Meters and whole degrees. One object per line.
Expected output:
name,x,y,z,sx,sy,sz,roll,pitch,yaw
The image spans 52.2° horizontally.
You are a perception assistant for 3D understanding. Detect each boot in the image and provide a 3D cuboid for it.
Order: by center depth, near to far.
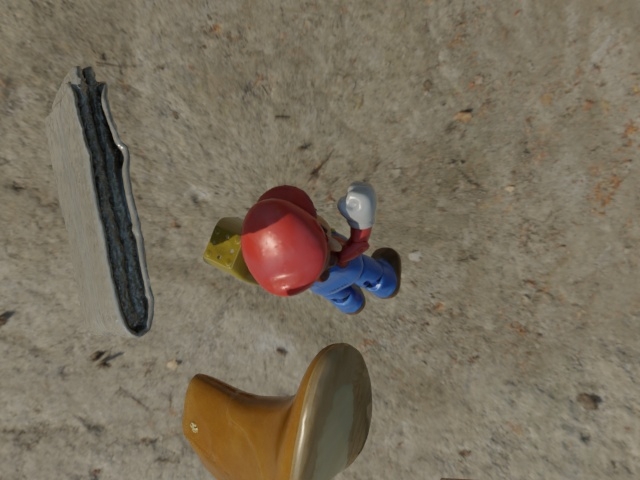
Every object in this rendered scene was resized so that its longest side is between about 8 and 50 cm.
boot,-0.063,0.183,0.655,0.104,0.211,0.295,-26,132,-40

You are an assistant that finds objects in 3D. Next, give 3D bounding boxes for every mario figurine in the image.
mario figurine,0.000,0.000,0.933,0.170,0.320,0.198,33,91,33

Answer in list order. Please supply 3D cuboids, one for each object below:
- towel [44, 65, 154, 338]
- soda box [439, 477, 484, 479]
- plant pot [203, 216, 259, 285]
towel,-0.247,-0.032,0.722,0.049,0.187,0.282,-10,88,-30
soda box,0.232,0.327,0.783,0.183,0.063,0.058,-3,87,17
plant pot,-0.121,0.012,0.934,0.081,0.083,0.082,24,92,18
